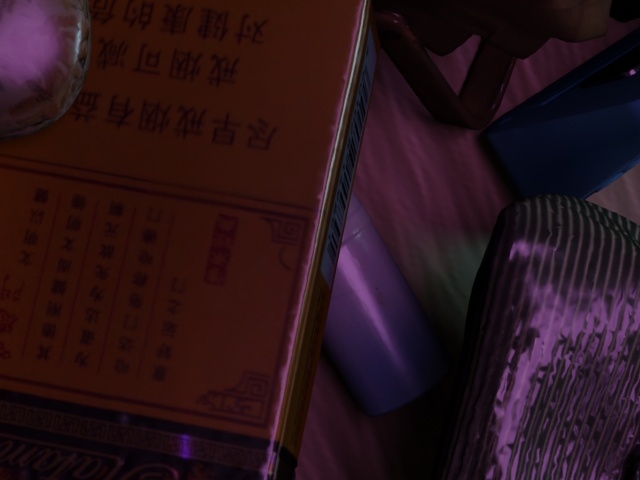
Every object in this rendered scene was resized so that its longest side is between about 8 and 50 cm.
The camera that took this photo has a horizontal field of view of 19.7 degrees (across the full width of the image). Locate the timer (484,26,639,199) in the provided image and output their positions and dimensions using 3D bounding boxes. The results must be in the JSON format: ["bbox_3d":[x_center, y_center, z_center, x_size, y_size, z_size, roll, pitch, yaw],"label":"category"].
[{"bbox_3d":[0.266,-0.109,1.322,0.232,0.250,0.091,-32,96,-22],"label":"timer"}]

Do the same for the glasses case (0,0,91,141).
[{"bbox_3d":[-0.346,-0.107,1.084,0.425,0.098,0.157,-11,80,-4],"label":"glasses case"}]

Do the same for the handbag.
[{"bbox_3d":[0.193,0.148,1.245,0.240,0.247,0.341,13,86,3],"label":"handbag"}]

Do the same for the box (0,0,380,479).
[{"bbox_3d":[-0.128,0.033,1.156,0.264,0.116,0.415,9,79,6],"label":"box"}]

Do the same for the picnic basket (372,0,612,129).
[{"bbox_3d":[0.089,-0.244,1.268,0.321,0.291,0.254,42,64,-59],"label":"picnic basket"}]

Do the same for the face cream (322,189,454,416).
[{"bbox_3d":[0.000,0.000,1.289,0.077,0.077,0.250,-35,97,-22],"label":"face cream"}]

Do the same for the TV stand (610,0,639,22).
[{"bbox_3d":[0.269,-0.232,1.324,0.088,0.269,0.083,28,74,-18],"label":"TV stand"}]
